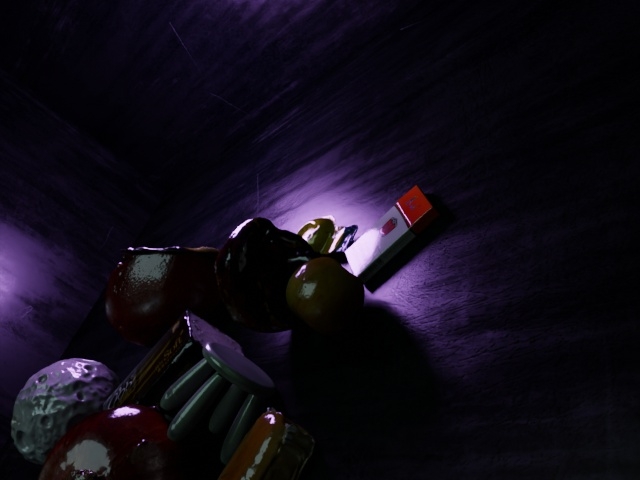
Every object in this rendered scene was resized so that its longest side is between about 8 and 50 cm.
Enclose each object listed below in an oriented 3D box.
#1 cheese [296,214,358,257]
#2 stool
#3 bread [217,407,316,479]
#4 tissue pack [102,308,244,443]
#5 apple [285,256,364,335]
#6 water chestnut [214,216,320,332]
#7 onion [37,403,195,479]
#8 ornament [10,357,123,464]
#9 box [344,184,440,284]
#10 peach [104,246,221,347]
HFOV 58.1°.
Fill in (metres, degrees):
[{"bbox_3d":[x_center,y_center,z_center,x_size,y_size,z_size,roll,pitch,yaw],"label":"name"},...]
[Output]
[{"bbox_3d":[0.000,0.000,1.579,0.270,0.069,0.176,-5,51,54],"label":"cheese"},{"bbox_3d":[-0.232,0.363,1.316,0.198,0.195,0.195,-55,25,0],"label":"stool"},{"bbox_3d":[-0.120,0.449,1.095,0.241,0.107,0.136,-57,22,-15],"label":"bread"},{"bbox_3d":[-0.384,0.401,1.513,0.370,0.210,0.198,-47,30,4],"label":"tissue pack"},{"bbox_3d":[0.012,0.118,1.262,0.155,0.182,0.182,-47,23,-10],"label":"apple"},{"bbox_3d":[-0.125,0.087,1.433,0.289,0.289,0.244,-61,-3,-23],"label":"water chestnut"},{"bbox_3d":[-0.441,0.524,1.278,0.341,0.341,0.341,-39,26,24],"label":"onion"},{"bbox_3d":[-0.751,0.517,1.754,0.337,0.337,0.337,-39,26,24],"label":"ornament"},{"bbox_3d":[0.163,-0.014,1.357,0.245,0.035,0.139,-44,24,15],"label":"box"},{"bbox_3d":[-0.494,0.158,1.905,0.416,0.353,0.339,-50,-21,16],"label":"peach"}]
